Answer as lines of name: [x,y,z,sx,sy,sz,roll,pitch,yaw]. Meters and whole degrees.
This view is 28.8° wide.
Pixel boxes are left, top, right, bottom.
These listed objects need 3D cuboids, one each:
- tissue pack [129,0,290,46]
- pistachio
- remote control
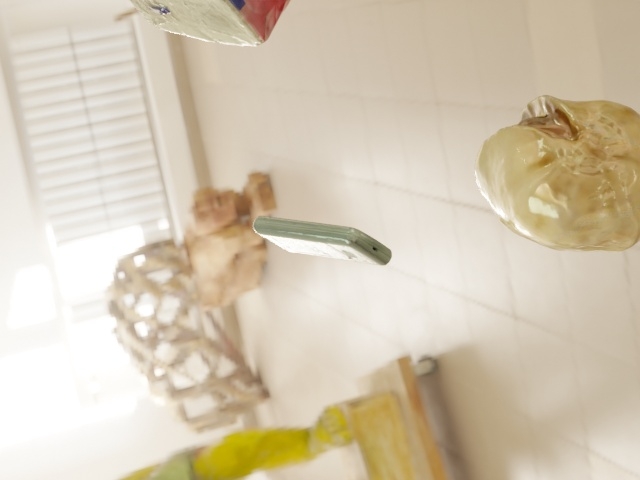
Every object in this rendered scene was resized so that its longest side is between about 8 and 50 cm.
tissue pack: [-0.098,-0.375,1.505,0.209,0.270,0.137,16,159,35]
pistachio: [0.352,-0.091,1.773,0.238,0.229,0.321,63,162,-19]
remote control: [0.000,0.000,0.987,0.124,0.053,0.018,8,71,48]
